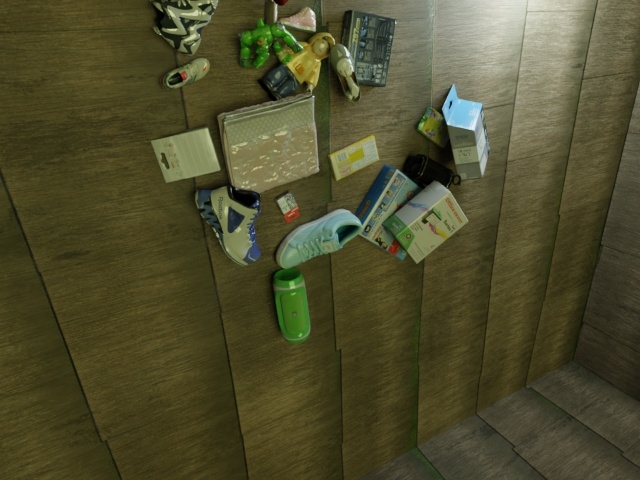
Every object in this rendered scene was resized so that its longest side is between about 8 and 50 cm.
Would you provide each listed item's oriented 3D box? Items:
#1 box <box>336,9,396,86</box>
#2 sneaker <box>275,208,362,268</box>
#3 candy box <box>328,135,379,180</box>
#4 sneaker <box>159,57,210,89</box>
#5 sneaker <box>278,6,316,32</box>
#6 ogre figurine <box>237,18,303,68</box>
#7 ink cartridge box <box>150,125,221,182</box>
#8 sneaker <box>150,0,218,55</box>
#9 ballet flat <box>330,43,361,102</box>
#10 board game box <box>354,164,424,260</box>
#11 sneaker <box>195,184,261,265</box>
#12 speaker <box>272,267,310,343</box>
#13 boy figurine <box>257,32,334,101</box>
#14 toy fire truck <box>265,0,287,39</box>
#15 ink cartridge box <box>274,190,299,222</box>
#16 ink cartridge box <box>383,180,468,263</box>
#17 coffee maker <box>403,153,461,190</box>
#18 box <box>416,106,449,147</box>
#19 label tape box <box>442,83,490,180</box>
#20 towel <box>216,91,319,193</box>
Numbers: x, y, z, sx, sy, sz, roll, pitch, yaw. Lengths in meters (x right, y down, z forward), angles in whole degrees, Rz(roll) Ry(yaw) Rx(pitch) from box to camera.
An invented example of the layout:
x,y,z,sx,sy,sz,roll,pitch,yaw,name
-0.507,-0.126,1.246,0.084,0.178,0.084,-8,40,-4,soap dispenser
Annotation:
x,y,z,sx,sy,sz,roll,pitch,yaw,name
0.160,-0.671,1.518,0.184,0.059,0.232,-6,114,-28,box
0.000,0.000,1.655,0.366,0.150,0.135,-35,123,-13,sneaker
0.131,-0.322,1.669,0.206,0.027,0.105,-28,124,-17,candy box
-0.392,-0.487,1.265,0.161,0.075,0.057,-31,123,-15,sneaker
-0.073,-0.712,1.371,0.135,0.051,0.070,-6,112,-32,sneaker
-0.166,-0.592,1.296,0.118,0.197,0.096,58,44,-61,ogre figurine
-0.425,-0.274,1.371,0.180,0.045,0.145,-14,119,-5,ink cartridge box
-0.385,-0.655,1.185,0.153,0.094,0.234,16,112,-43,sneaker
0.093,-0.555,1.441,0.072,0.068,0.213,-29,141,1,ballet flat
0.313,-0.112,1.828,0.302,0.086,0.308,29,94,-36,board game box
-0.262,-0.063,1.448,0.182,0.127,0.315,-20,124,15,sneaker
-0.113,0.262,1.716,0.131,0.131,0.296,-18,118,-23,speaker
-0.063,-0.570,1.414,0.285,0.092,0.177,-41,122,-5,boy figurine
-0.142,-0.720,1.243,0.158,0.217,0.246,-45,142,0,toy fire truck
-0.118,-0.122,1.608,0.063,0.029,0.115,-35,123,-14,ink cartridge box
0.432,-0.074,1.757,0.278,0.117,0.201,-40,126,5,ink cartridge box
0.463,-0.288,1.790,0.178,0.171,0.120,16,75,-37,coffee maker
0.477,-0.473,1.798,0.179,0.043,0.105,23,98,-37,box
0.612,-0.453,1.778,0.240,0.106,0.333,-60,136,-41,label tape box
-0.159,-0.310,1.443,0.332,0.053,0.316,-22,137,-19,towel
